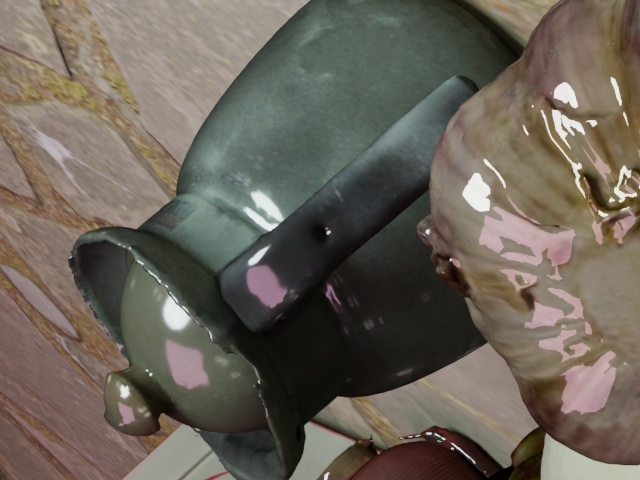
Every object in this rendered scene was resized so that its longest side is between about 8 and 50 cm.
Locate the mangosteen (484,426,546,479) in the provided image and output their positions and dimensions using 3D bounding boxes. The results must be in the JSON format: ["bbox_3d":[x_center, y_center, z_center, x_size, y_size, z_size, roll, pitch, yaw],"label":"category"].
[{"bbox_3d":[0.167,0.209,1.209,0.200,0.200,0.200,41,158,21],"label":"mangosteen"}]

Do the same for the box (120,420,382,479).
[{"bbox_3d":[-0.040,0.361,1.668,0.300,0.312,0.314,16,142,53],"label":"box"}]

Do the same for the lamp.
[{"bbox_3d":[0.102,0.259,1.421,0.258,0.180,0.180,41,158,17],"label":"lamp"}]

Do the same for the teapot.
[{"bbox_3d":[0.008,0.018,1.005,0.305,0.285,0.223,16,142,57],"label":"teapot"}]

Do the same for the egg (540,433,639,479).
[{"bbox_3d":[0.225,0.172,0.962,0.337,0.201,0.337,39,155,22],"label":"egg"}]

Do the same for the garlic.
[{"bbox_3d":[0.170,-0.018,0.797,0.244,0.160,0.245,13,127,19],"label":"garlic"}]
